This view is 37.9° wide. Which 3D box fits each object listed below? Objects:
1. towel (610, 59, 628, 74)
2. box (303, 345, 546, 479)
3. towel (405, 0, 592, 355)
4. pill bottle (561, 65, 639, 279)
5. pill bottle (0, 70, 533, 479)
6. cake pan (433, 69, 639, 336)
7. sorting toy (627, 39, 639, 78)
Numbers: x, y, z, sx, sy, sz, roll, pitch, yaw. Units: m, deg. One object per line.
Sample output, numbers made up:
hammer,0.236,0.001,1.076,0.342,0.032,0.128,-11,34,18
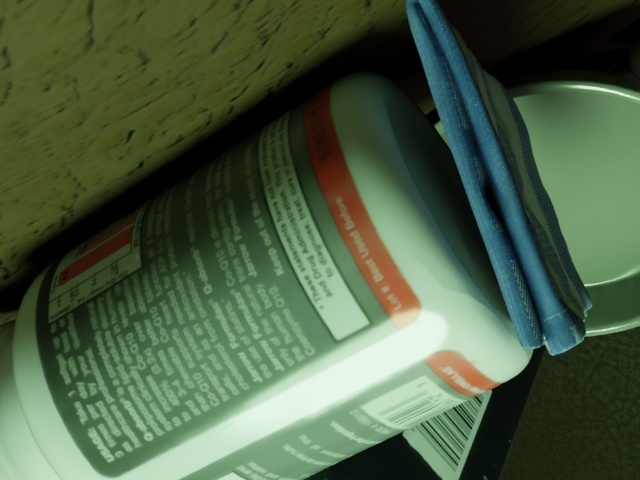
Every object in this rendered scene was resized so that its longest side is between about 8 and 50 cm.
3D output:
towel,0.411,-0.195,1.129,0.237,0.037,0.329,-26,172,-17
box,0.006,0.158,0.840,0.294,0.183,0.296,-15,-146,44
towel,0.123,-0.035,0.591,0.034,0.209,0.285,-21,173,16
pill bottle,0.224,-0.022,1.013,0.361,0.204,0.204,-34,170,37
pill bottle,-0.065,0.065,0.617,0.363,0.210,0.210,-29,172,18
cake pan,0.212,-0.030,0.827,0.293,0.293,0.054,-33,-153,37
sorting toy,0.447,-0.237,0.852,0.307,0.041,0.229,-39,161,32
